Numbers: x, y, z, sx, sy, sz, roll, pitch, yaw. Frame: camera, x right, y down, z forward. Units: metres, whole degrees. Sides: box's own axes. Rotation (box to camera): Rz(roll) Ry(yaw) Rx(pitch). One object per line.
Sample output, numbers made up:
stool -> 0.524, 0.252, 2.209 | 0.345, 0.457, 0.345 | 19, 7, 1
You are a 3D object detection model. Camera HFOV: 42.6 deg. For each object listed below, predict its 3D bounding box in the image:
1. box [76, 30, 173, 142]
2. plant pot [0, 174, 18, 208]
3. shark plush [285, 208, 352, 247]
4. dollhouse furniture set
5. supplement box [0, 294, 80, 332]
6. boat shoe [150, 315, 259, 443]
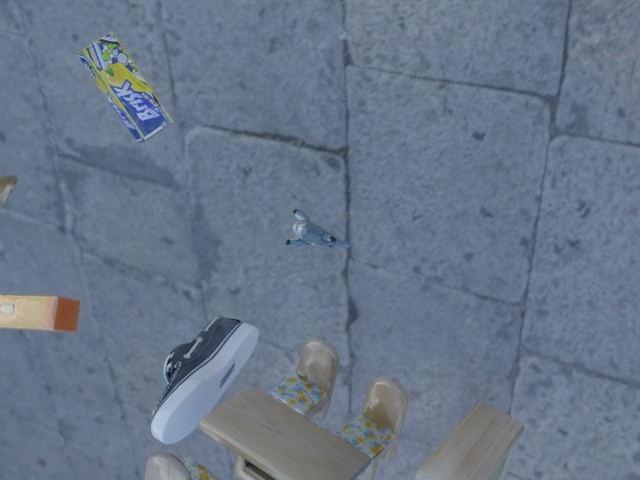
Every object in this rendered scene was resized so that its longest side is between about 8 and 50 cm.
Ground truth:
box -> -0.309, -0.240, 1.301 | 0.169, 0.059, 0.054 | 57, 159, -17
plant pot -> -0.593, -0.021, 1.377 | 0.032, 0.236, 0.236 | 38, 135, -14
shark plush -> 0.000, 0.000, 1.604 | 0.067, 0.073, 0.161 | 7, 160, 45
dollhouse furniture set -> 0.028, 0.288, 1.100 | 0.394, 0.362, 0.256 | 26, 122, 25
supplement box -> -0.647, 0.161, 1.820 | 0.234, 0.080, 0.078 | 0, 80, 26
boat shoe -> -0.214, 0.220, 1.379 | 0.102, 0.301, 0.108 | 21, 126, 14
